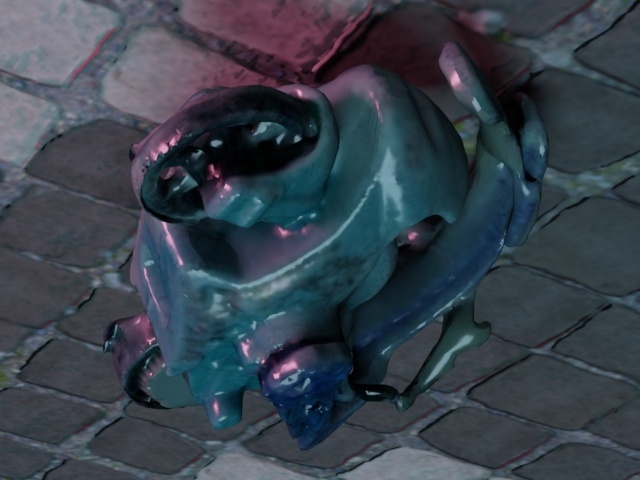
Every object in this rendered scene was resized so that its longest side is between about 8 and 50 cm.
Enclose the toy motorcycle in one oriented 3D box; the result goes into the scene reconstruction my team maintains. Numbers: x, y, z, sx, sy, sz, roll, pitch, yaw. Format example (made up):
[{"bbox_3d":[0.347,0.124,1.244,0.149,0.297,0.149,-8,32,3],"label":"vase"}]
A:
[{"bbox_3d":[0.000,0.000,0.883,0.206,0.154,0.260,-11,150,-18],"label":"toy motorcycle"}]
